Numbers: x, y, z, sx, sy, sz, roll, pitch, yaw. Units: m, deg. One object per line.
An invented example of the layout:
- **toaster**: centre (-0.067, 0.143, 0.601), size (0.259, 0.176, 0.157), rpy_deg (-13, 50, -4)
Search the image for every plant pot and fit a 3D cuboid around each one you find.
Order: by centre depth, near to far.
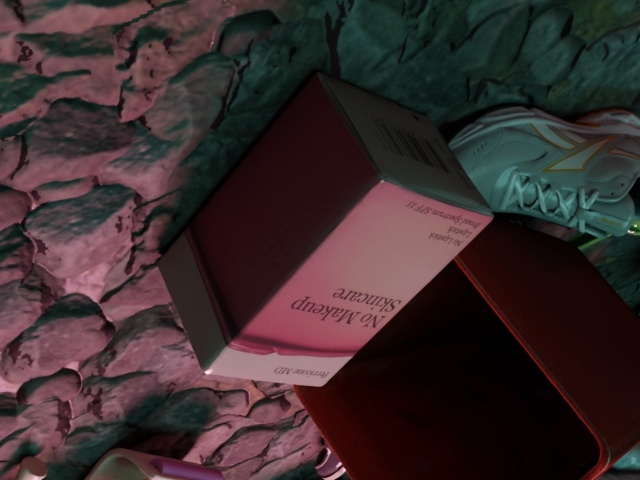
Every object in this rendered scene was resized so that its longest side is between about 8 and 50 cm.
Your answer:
- **plant pot**: centre (0.180, 0.139, 1.001), size (0.236, 0.267, 0.267), rpy_deg (-11, 145, -42)

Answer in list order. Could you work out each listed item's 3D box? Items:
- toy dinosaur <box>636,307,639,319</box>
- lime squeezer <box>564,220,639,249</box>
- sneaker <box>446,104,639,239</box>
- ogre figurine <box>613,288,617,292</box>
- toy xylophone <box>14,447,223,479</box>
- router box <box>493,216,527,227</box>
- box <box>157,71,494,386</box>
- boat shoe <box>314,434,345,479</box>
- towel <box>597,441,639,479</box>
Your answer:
- **toy dinosaur**: centre (0.493, 0.189, 1.436), size (0.218, 0.164, 0.322), rpy_deg (3, 125, -58)
- **lime squeezer**: centre (0.351, -0.049, 1.088), size (0.310, 0.059, 0.110), rpy_deg (-40, 167, 19)
- **sneaker**: centre (0.223, -0.053, 0.956), size (0.262, 0.121, 0.099), rpy_deg (-9, 140, -25)
- **ogre figurine**: centre (0.263, 0.101, 1.213), size (0.197, 0.097, 0.118), rpy_deg (-2, 158, -10)
- **toy xylophone**: centre (-0.261, 0.342, 1.133), size (0.236, 0.081, 0.322), rpy_deg (15, 115, -43)
- **router box**: centre (0.154, 0.031, 1.089), size (0.092, 0.038, 0.122), rpy_deg (-5, 139, -31)
- **box**: centre (0.000, 0.000, 0.868), size (0.148, 0.127, 0.232), rpy_deg (14, 128, -44)
- **boat shoe**: centre (0.033, 0.213, 1.241), size (0.065, 0.075, 0.206), rpy_deg (31, 133, -2)
- **towel**: centre (0.368, 0.293, 1.361), size (0.374, 0.090, 0.320), rpy_deg (4, 166, -22)
